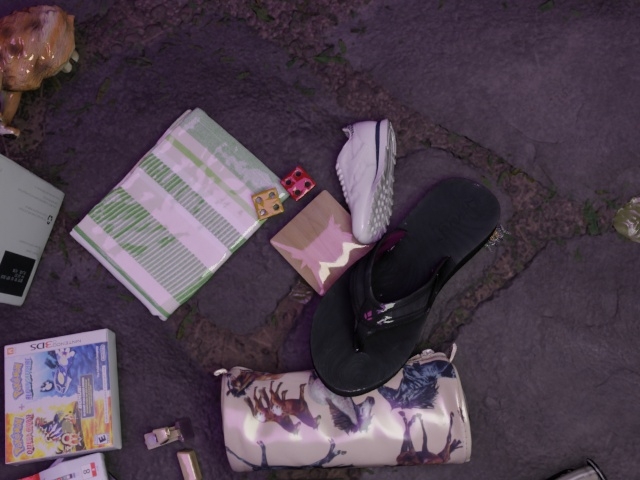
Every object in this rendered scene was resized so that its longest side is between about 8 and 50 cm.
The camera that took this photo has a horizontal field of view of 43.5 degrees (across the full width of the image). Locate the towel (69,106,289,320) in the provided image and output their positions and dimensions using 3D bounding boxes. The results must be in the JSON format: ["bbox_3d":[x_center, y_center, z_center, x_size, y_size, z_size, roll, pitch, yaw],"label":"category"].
[{"bbox_3d":[-0.248,-0.050,1.424,0.248,0.038,0.325,42,84,8],"label":"towel"}]

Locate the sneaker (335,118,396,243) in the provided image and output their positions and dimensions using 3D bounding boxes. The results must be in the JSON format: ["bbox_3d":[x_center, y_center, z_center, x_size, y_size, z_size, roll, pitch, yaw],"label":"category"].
[{"bbox_3d":[0.072,-0.099,1.374,0.095,0.090,0.235,0,62,18],"label":"sneaker"}]

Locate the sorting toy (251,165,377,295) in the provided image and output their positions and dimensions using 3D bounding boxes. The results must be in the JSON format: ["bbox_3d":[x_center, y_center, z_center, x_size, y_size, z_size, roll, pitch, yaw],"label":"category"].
[{"bbox_3d":[0.000,0.000,1.389,0.132,0.046,0.274,-44,81,-3],"label":"sorting toy"}]

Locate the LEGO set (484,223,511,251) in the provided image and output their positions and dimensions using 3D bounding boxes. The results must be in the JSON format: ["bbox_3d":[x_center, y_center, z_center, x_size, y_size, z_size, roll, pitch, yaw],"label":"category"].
[{"bbox_3d":[0.286,-0.008,1.385,0.083,0.023,0.054,14,80,20],"label":"LEGO set"}]

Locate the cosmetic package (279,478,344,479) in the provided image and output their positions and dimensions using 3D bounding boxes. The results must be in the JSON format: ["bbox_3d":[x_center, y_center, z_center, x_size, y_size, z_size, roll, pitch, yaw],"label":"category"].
[{"bbox_3d":[-0.021,0.419,1.229,0.117,0.231,0.085,-3,81,4],"label":"cosmetic package"}]

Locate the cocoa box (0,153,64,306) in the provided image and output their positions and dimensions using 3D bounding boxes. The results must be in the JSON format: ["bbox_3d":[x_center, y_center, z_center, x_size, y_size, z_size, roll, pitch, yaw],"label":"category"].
[{"bbox_3d":[-0.615,-0.045,1.291,0.228,0.347,0.231,18,82,7],"label":"cocoa box"}]

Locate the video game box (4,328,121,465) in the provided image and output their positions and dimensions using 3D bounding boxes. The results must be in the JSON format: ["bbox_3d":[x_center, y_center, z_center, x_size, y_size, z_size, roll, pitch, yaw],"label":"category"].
[{"bbox_3d":[-0.440,0.264,1.365,0.187,0.048,0.205,-11,70,5],"label":"video game box"}]

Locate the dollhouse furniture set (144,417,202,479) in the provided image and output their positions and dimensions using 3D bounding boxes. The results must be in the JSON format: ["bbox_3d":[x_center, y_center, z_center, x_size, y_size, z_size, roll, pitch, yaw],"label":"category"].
[{"bbox_3d":[-0.259,0.368,1.340,0.081,0.091,0.114,-20,83,16],"label":"dollhouse furniture set"}]

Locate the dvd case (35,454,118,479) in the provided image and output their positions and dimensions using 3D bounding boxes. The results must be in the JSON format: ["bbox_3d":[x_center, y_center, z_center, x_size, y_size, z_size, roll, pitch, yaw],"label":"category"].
[{"bbox_3d":[-0.430,0.482,1.325,0.179,0.029,0.238,40,72,9],"label":"dvd case"}]

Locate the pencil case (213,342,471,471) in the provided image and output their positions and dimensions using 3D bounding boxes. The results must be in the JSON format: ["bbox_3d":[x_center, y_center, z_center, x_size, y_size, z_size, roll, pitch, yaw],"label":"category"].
[{"bbox_3d":[0.030,0.272,1.287,0.410,0.160,0.183,-4,68,4],"label":"pencil case"}]

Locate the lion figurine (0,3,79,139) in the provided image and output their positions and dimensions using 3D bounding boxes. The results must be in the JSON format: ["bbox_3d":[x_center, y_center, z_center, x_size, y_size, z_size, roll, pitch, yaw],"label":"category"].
[{"bbox_3d":[-0.632,-0.301,1.443,0.392,0.142,0.240,-2,73,8],"label":"lion figurine"}]

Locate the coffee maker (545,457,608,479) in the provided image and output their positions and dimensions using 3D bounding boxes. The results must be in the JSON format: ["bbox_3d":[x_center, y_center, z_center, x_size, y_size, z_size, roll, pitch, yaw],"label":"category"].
[{"bbox_3d":[0.376,0.452,1.251,0.178,0.120,0.171,-21,81,1],"label":"coffee maker"}]

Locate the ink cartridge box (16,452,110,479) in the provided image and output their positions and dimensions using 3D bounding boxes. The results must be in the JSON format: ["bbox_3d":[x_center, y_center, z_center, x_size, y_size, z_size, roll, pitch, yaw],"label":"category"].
[{"bbox_3d":[-0.428,0.439,1.303,0.179,0.045,0.145,-13,71,-13],"label":"ink cartridge box"}]

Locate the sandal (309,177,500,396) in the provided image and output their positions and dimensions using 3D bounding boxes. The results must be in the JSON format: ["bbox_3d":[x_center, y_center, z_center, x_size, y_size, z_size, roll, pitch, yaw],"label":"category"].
[{"bbox_3d":[0.129,0.046,1.273,0.167,0.107,0.446,30,64,19],"label":"sandal"}]
